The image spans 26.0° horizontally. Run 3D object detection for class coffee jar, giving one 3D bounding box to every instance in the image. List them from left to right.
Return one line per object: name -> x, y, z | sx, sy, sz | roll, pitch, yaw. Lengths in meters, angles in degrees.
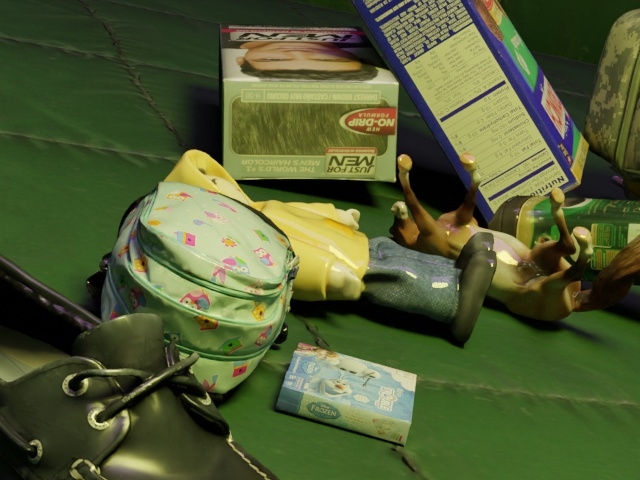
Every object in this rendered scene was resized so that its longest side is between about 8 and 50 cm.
coffee jar -> 0.257, 0.000, 1.340 | 0.184, 0.079, 0.096 | 4, 13, 24

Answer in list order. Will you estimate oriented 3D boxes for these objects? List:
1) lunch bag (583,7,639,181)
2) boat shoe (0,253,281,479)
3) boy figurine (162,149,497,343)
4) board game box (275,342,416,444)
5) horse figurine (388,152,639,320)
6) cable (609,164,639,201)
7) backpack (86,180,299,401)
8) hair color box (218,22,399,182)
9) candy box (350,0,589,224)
lunch bag -> 0.499, -0.144, 1.651 | 0.305, 0.212, 0.256 | 5, 19, -22
boat shoe -> -0.122, 0.083, 0.737 | 0.340, 0.113, 0.127 | 28, 21, 39
boy figurine -> 0.000, 0.000, 1.166 | 0.285, 0.092, 0.177 | 18, 19, 1
board game box -> 0.020, 0.104, 0.956 | 0.090, 0.020, 0.090 | 16, 16, 1
horse figurine -> 0.165, 0.006, 1.234 | 0.263, 0.174, 0.066 | 22, 57, 21
cable -> 0.503, -0.019, 1.777 | 0.287, 0.072, 0.139 | 42, 12, 34
backpack -> -0.087, 0.029, 0.947 | 0.152, 0.115, 0.182 | 16, 19, -3
hair color box -> -0.024, -0.168, 1.606 | 0.185, 0.113, 0.374 | 0, 18, -5
candy box -> 0.178, -0.190, 1.594 | 0.317, 0.122, 0.268 | 59, 17, -5
